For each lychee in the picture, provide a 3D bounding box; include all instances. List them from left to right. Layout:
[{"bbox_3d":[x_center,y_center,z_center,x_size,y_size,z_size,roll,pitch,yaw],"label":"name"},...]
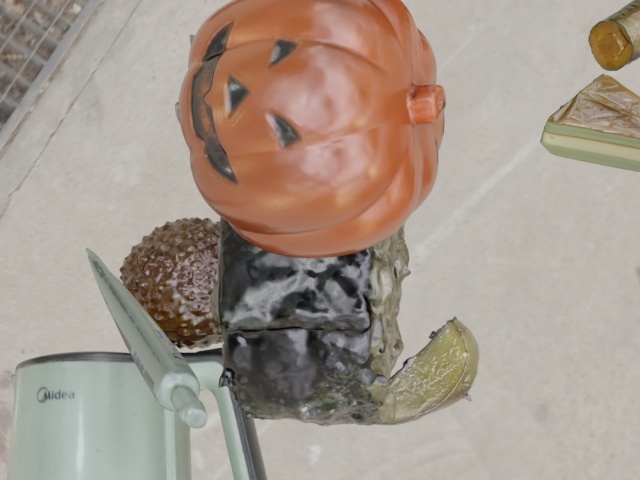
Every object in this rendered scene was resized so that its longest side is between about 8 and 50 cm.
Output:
[{"bbox_3d":[-0.171,0.060,1.431,0.200,0.238,0.200,19,67,-54],"label":"lychee"}]

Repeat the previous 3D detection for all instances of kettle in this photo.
[{"bbox_3d":[-0.241,0.337,1.341,0.360,0.250,0.377,-8,73,16],"label":"kettle"}]

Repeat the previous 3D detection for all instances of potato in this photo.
[{"bbox_3d":[0.139,0.185,1.299,0.172,0.100,0.089,-44,74,5],"label":"potato"}]

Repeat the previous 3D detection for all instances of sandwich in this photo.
[{"bbox_3d":[0.377,-0.117,1.312,0.113,0.079,0.163,-37,65,-19],"label":"sandwich"}]

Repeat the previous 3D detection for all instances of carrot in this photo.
[{"bbox_3d":[0.462,-0.307,1.454,0.173,0.082,0.082,-34,100,-17],"label":"carrot"}]

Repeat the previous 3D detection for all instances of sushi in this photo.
[{"bbox_3d":[0.000,0.000,0.963,0.170,0.211,0.350,1,90,15],"label":"sushi"}]

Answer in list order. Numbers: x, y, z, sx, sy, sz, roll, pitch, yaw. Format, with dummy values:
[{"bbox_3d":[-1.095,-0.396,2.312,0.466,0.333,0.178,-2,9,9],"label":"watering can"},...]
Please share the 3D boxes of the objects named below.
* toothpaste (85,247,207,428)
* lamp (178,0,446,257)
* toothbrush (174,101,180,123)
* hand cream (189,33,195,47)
[{"bbox_3d":[-0.151,0.083,0.894,0.037,0.255,0.067,-35,128,-8],"label":"toothpaste"},{"bbox_3d":[0.005,-0.083,0.681,0.187,0.163,0.188,13,75,-61],"label":"lamp"},{"bbox_3d":[-0.126,-0.083,1.355,0.026,0.294,0.028,-29,55,-1],"label":"toothbrush"},{"bbox_3d":[-0.116,-0.244,1.526,0.054,0.186,0.087,-42,142,-44],"label":"hand cream"}]
